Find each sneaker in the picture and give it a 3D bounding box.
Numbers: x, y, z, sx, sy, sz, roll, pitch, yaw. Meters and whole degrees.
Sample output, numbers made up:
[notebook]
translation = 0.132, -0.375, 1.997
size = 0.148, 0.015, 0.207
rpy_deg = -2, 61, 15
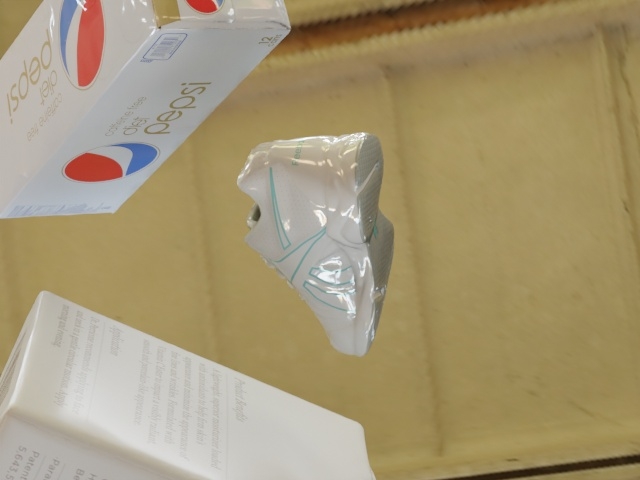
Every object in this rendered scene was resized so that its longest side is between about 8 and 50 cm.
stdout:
[sneaker]
translation = 0.000, 0.000, 0.842
size = 0.061, 0.152, 0.054
rpy_deg = 6, -125, 12

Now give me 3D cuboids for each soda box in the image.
[soda box]
translation = -0.098, -0.084, 0.894
size = 0.216, 0.069, 0.074
rpy_deg = -38, -119, 53

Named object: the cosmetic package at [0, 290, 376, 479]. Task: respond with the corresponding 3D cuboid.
[cosmetic package]
translation = -0.085, 0.145, 0.883
size = 0.183, 0.151, 0.151
rpy_deg = 24, -74, -9
